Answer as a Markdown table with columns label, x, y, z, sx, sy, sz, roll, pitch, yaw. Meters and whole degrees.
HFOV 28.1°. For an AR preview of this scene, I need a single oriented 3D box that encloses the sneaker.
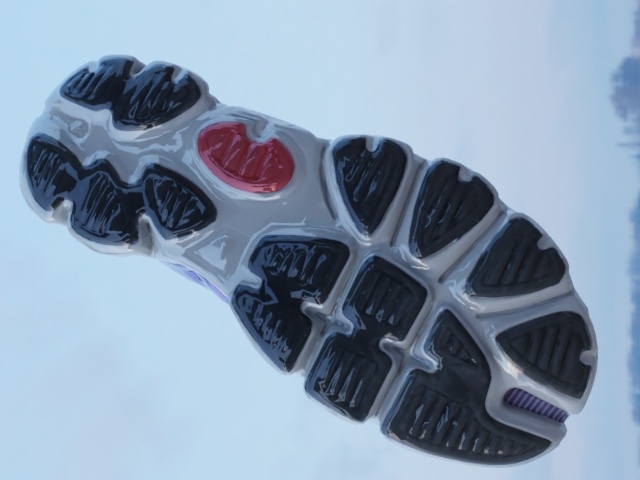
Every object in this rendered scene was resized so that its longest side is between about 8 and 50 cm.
| label | x | y | z | sx | sy | sz | roll | pitch | yaw |
| --- | --- | --- | --- | --- | --- | --- | --- | --- | --- |
| sneaker | 0.000 | 0.000 | 0.349 | 0.068 | 0.170 | 0.071 | -59 | -23 | 1 |
